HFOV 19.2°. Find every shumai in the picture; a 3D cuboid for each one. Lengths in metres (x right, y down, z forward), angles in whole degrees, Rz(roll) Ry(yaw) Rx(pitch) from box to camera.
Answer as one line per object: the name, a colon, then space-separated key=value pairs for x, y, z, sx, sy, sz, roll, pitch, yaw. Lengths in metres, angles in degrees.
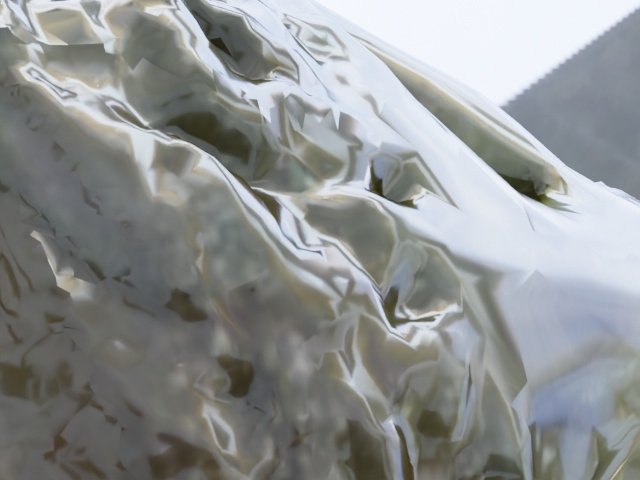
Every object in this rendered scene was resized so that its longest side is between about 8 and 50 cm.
shumai: x=0.003 y=-0.001 z=0.503 sx=0.283 sy=0.346 sz=0.217 roll=-2 pitch=-50 yaw=-16
